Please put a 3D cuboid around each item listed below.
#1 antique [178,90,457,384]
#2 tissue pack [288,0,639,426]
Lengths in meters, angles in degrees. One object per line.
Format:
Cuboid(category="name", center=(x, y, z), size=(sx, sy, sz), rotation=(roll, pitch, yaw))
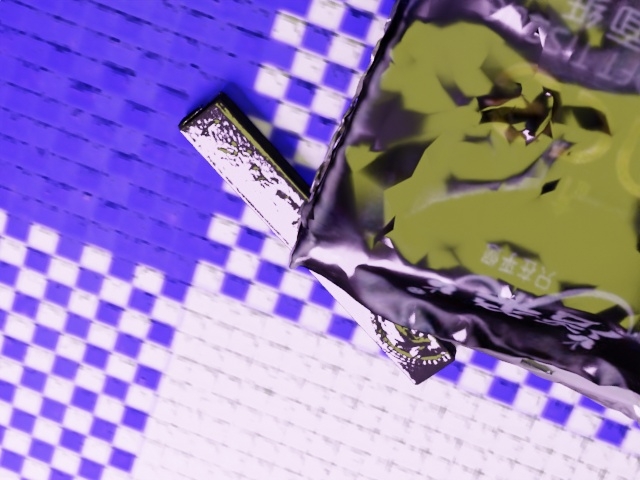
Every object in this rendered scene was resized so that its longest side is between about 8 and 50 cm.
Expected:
Cuboid(category="antique", center=(0.000, 0.000, 1.004), size=(0.031, 0.015, 0.192), rotation=(-36, 104, 27))
Cuboid(category="tissue pack", center=(0.151, -0.074, 0.865), size=(0.245, 0.123, 0.332), rotation=(27, 121, 2))
